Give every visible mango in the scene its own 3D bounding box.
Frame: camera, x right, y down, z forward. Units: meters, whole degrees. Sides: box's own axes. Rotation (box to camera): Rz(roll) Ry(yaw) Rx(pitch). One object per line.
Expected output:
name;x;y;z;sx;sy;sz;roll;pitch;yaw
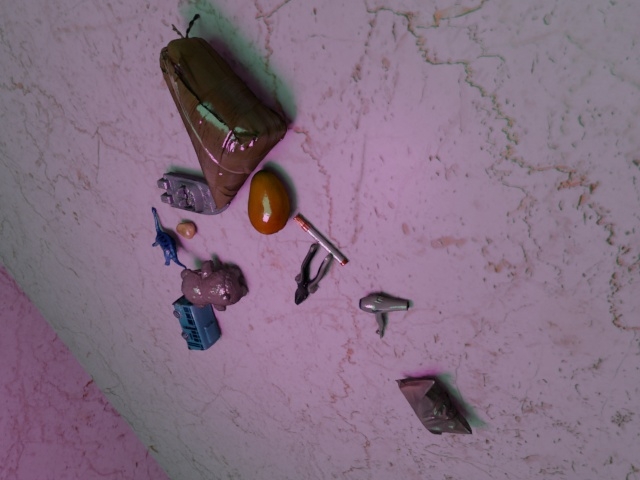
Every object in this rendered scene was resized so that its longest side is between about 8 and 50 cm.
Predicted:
mango;-0.174;-0.125;1.552;0.151;0.120;0.221;19;118;24

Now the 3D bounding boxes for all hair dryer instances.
hair dryer;0.237;0.264;1.578;0.167;0.067;0.199;-12;121;31

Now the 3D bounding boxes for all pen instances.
pen;0.000;0.000;1.577;0.239;0.028;0.028;43;131;2

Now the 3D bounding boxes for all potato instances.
potato;-0.547;-0.042;1.877;0.083;0.062;0.068;10;94;1

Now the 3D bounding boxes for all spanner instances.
spanner;-0.044;0.137;1.672;0.095;0.040;0.325;37;136;13

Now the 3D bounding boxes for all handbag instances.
handbag;0.401;0.581;1.617;0.270;0.117;0.182;52;144;-5

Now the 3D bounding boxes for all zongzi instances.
zongzi;-0.406;-0.377;1.479;0.500;0.218;0.467;48;131;-2

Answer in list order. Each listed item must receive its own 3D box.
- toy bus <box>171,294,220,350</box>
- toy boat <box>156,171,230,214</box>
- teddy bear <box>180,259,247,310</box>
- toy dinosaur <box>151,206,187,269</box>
toy bus;-0.553;0.368;2.085;0.146;0.128;0.256;2;116;30
toy boat;-0.469;-0.167;1.730;0.319;0.092;0.141;14;125;24
teddy bear;-0.441;0.193;1.891;0.267;0.151;0.236;-3;113;33
toy dinosaur;-0.650;0.022;1.962;0.329;0.076;0.144;58;143;17
